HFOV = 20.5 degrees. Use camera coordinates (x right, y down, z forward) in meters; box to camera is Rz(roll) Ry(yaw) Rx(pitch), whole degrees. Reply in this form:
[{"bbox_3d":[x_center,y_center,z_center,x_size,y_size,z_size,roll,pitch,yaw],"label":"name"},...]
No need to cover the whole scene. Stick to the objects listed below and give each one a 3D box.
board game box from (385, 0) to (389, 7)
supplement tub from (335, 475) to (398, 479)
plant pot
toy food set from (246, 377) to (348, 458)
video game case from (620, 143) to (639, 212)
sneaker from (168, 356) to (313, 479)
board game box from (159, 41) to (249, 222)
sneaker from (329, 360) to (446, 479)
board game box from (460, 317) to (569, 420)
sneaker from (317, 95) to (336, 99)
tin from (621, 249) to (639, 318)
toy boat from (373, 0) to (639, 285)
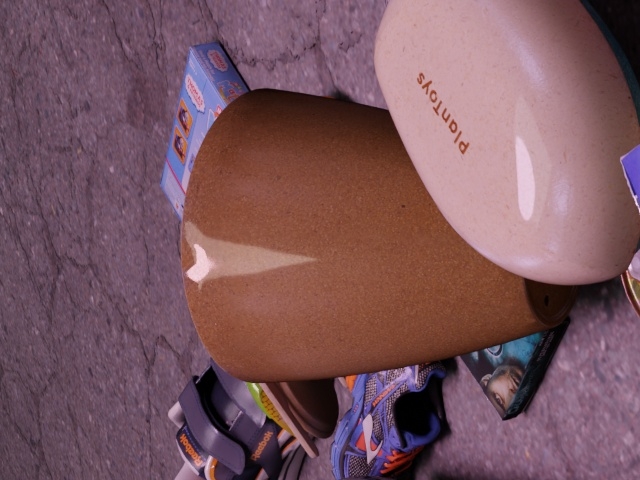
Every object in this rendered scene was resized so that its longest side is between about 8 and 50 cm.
[{"bbox_3d":[0.123,-0.178,1.346,0.194,0.060,0.194,8,109,61],"label":"board game box"},{"bbox_3d":[0.102,0.311,1.457,0.338,0.207,0.207,-2,100,63],"label":"supplement tub"},{"bbox_3d":[0.063,-0.001,1.358,0.254,0.237,0.237,1,106,31],"label":"plant pot"},{"bbox_3d":[-0.030,0.130,1.657,0.132,0.038,0.192,57,-161,-7],"label":"toy food set"},{"bbox_3d":[0.308,-0.088,0.816,0.269,0.244,0.061,-45,63,60],"label":"video game case"},{"bbox_3d":[-0.078,0.177,1.839,0.126,0.127,0.321,55,145,38],"label":"sneaker"},{"bbox_3d":[-0.108,-0.078,1.869,0.160,0.039,0.211,58,149,31],"label":"board game box"},{"bbox_3d":[0.066,0.172,1.610,0.087,0.083,0.221,36,140,35],"label":"sneaker"},{"bbox_3d":[0.130,0.041,1.473,0.186,0.026,0.126,58,148,33],"label":"board game box"},{"bbox_3d":[0.000,0.000,1.638,0.099,0.121,0.262,0,81,24],"label":"sneaker"},{"bbox_3d":[0.269,0.022,1.182,0.190,0.040,0.106,12,109,61],"label":"tin"},{"bbox_3d":[0.172,-0.123,1.145,0.267,0.148,0.318,64,145,22],"label":"toy boat"}]
